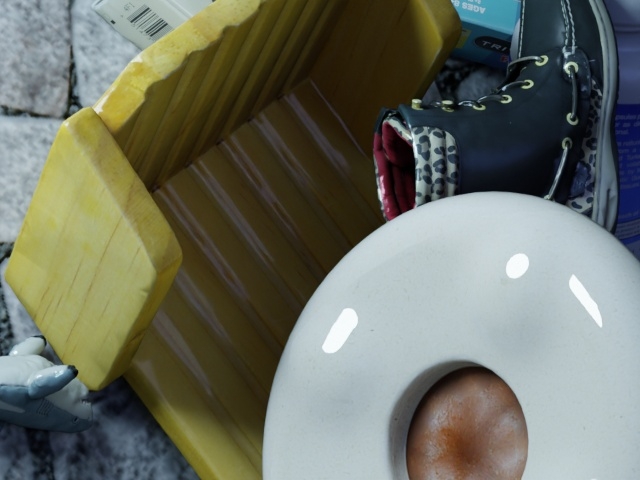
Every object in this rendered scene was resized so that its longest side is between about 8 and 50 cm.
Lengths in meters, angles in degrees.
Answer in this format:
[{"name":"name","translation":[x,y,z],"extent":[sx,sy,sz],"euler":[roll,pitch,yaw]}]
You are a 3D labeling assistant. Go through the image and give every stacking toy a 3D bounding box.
[{"name":"stacking toy","translation":[0.225,0.170,1.370],"extent":[0.480,0.350,0.350],"euler":[13,70,-48]}]

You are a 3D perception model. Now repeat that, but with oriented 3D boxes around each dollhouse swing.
[{"name":"dollhouse swing","translation":[0.000,0.000,1.386],"extent":[0.305,0.315,0.347],"euler":[46,56,8]}]

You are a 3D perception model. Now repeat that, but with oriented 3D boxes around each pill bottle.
[{"name":"pill bottle","translation":[0.229,-0.114,1.548],"extent":[0.152,0.152,0.272],"euler":[-20,132,-34]}]

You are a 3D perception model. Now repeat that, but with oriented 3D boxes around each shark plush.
[{"name":"shark plush","translation":[-0.239,0.125,1.333],"extent":[0.161,0.073,0.067],"euler":[-16,117,-39]}]

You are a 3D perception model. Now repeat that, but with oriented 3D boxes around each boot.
[{"name":"boot","translation":[0.131,-0.105,1.375],"extent":[0.178,0.085,0.236],"euler":[3,76,-26]}]

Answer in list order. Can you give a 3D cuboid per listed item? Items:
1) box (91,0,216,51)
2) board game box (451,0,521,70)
[{"name":"box","translation":[-0.065,-0.267,1.515],"extent":[0.113,0.094,0.275],"euler":[38,61,-18]},{"name":"board game box","translation":[0.231,-0.312,1.691],"extent":[0.254,0.079,0.336],"euler":[14,70,-15]}]
